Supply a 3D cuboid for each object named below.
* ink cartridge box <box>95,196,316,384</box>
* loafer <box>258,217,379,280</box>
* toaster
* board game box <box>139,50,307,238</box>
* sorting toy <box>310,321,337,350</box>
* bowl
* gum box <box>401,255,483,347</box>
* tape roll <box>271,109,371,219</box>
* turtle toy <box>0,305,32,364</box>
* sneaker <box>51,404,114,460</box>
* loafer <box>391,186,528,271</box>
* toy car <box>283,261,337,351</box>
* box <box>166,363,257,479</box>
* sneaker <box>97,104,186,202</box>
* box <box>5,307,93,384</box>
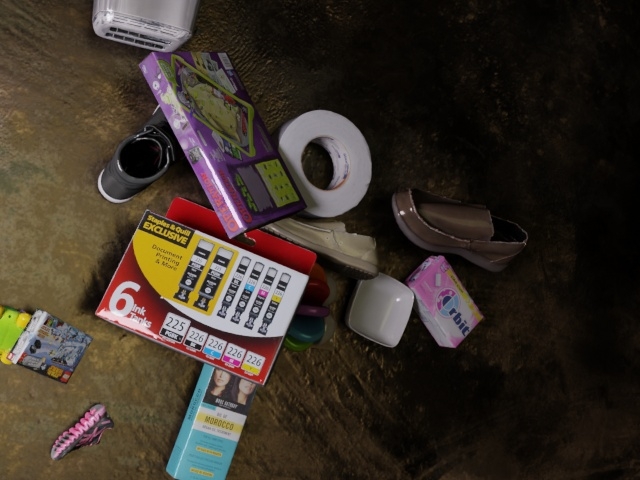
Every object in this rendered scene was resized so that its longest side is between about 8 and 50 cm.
[{"bbox_3d":[-0.188,0.076,1.262,0.310,0.130,0.271,22,76,1],"label":"ink cartridge box"},{"bbox_3d":[0.000,0.000,1.442,0.269,0.102,0.092,23,66,-17],"label":"loafer"},{"bbox_3d":[-0.321,-0.436,1.284,0.227,0.129,0.146,8,86,-28],"label":"toaster"},{"bbox_3d":[-0.170,-0.185,1.298,0.208,0.056,0.346,-23,85,-60],"label":"board game box"},{"bbox_3d":[-0.006,0.194,1.479,0.083,0.012,0.062,13,79,-26],"label":"sorting toy"},{"bbox_3d":[0.120,0.145,1.523,0.142,0.053,0.142,28,76,-24],"label":"bowl"},{"bbox_3d":[0.269,0.134,1.595,0.107,0.062,0.188,-42,106,-23],"label":"gum box"},{"bbox_3d":[-0.004,-0.154,1.464,0.219,0.072,0.219,2,86,-27],"label":"tape roll"},{"bbox_3d":[-0.516,0.152,1.187,0.130,0.066,0.095,23,100,-27],"label":"turtle toy"},{"bbox_3d":[-0.414,0.347,1.247,0.119,0.047,0.057,-42,117,-21],"label":"sneaker"},{"bbox_3d":[0.315,-0.045,1.572,0.366,0.130,0.133,18,47,-32],"label":"loafer"},{"bbox_3d":[-0.034,0.126,1.391,0.159,0.136,0.181,9,77,-24],"label":"toy car"},{"bbox_3d":[-0.198,0.335,1.345,0.101,0.060,0.244,24,77,-24],"label":"box"},{"bbox_3d":[-0.274,-0.189,1.285,0.104,0.147,0.295,45,68,-16],"label":"sneaker"},{"bbox_3d":[-0.452,0.180,1.196,0.094,0.027,0.137,-63,153,-16],"label":"box"}]
